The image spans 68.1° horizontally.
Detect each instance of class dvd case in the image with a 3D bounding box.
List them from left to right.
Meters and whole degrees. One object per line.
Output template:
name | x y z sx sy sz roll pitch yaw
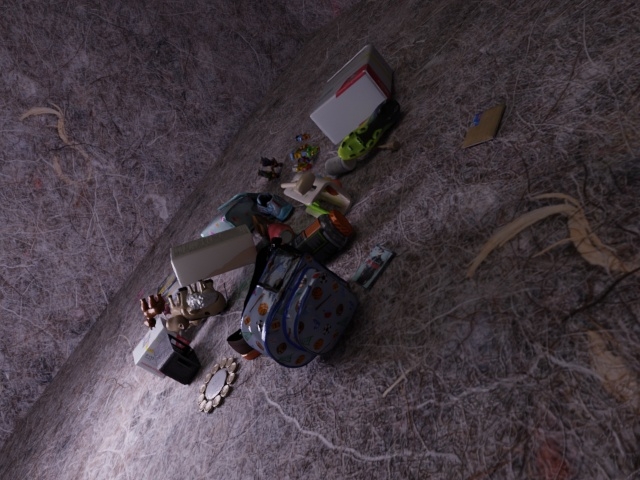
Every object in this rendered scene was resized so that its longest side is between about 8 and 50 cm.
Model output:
dvd case | 0.138 0.068 1.237 0.119 0.013 0.087 -51 26 -4

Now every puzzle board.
puzzle board | 0.435 -0.303 1.261 0.096 0.011 0.128 -13 44 53

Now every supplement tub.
supplement tub | 0.000 0.000 1.427 0.190 0.117 0.117 -40 28 19
supplement tub | 0.074 -0.280 1.729 0.107 0.071 0.071 -9 47 54

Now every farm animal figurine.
farm animal figurine | -0.496 0.262 1.774 0.326 0.172 0.330 -18 -4 5

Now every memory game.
memory game | -0.318 0.444 1.464 0.186 0.012 0.186 -37 29 24

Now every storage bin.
storage bin | -0.508 0.417 1.672 0.084 0.122 0.180 -53 26 -6

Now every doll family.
doll family | -0.240 -0.346 2.278 0.076 0.111 0.193 109 168 -57

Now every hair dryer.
hair dryer | -0.184 0.029 1.722 0.223 0.080 0.294 -34 30 31

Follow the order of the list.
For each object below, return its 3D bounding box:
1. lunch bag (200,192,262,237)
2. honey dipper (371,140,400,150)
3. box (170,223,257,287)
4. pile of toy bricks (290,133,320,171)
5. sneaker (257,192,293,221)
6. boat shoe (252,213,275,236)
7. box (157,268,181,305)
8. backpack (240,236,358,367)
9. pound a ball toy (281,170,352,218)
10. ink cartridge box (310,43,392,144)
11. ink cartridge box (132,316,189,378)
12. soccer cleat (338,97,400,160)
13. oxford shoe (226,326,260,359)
lunch bag | -0.374 -0.100 2.108 0.223 0.160 0.262 -27 23 44
honey dipper | 0.216 -0.320 1.609 0.030 0.030 0.160 -54 23 -7
box | -0.408 0.054 1.825 0.310 0.121 0.148 -18 23 -11
pile of toy bricks | -0.054 -0.389 2.061 0.105 0.118 0.212 -1 35 16
sneaker | -0.208 -0.157 1.950 0.104 0.125 0.261 -56 27 -13
boat shoe | -0.228 -0.062 1.934 0.073 0.073 0.207 -16 24 -17
box | -0.722 0.209 2.357 0.231 0.056 0.183 -46 27 7
backpack | -0.054 0.175 1.158 0.213 0.276 0.264 22 77 49
pound a ball toy | -0.024 -0.178 1.595 0.136 0.208 0.319 -52 25 -4
ink cartridge box | 0.136 -0.595 1.904 0.279 0.160 0.385 -34 24 30
ink cartridge box | -0.621 0.416 1.844 0.176 0.128 0.127 -54 26 -6
soccer cleat | 0.176 -0.380 1.682 0.289 0.093 0.121 -47 -6 -7
oxford shoe | -0.161 0.242 1.381 0.271 0.098 0.097 -44 27 13
